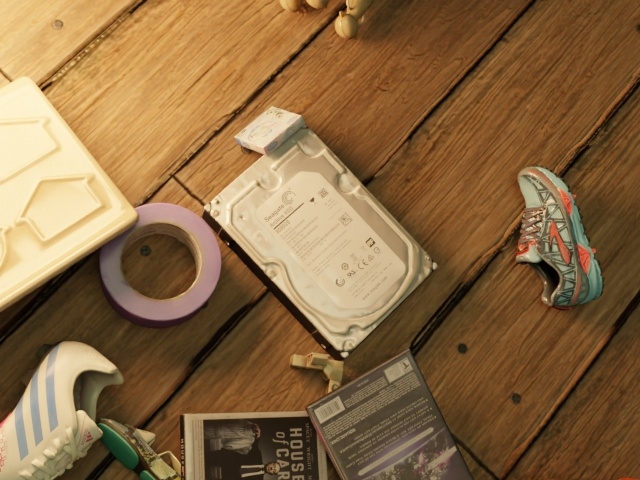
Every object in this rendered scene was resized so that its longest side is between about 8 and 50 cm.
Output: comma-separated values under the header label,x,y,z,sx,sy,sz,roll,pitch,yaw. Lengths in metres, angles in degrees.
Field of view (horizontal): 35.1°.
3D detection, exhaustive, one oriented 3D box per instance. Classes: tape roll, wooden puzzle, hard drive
label,x,y,z,sx,sy,sz,roll,pitch,yaw
tape roll,-0.255,0.041,1.602,0.189,0.080,0.189,3,75,-13
wooden puzzle,-0.498,-0.054,1.553,0.322,0.080,0.348,-35,69,-18
hard drive,0.000,0.000,1.681,0.237,0.064,0.339,-42,87,-19

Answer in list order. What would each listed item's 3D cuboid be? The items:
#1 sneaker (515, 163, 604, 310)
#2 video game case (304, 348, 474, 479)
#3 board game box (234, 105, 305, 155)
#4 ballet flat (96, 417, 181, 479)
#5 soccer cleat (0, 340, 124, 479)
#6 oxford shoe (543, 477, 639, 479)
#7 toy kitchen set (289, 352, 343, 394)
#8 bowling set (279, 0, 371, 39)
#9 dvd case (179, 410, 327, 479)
label,x,y,z,sx,sy,sz,roll,pitch,yaw
sneaker,0.391,-0.005,1.751,0.125,0.104,0.262,-20,81,-15
video game case,0.120,0.340,1.617,0.196,0.026,0.274,-27,94,-18
board game box,-0.085,-0.185,1.698,0.090,0.090,0.020,-42,126,-18
ballet flat,-0.263,0.332,1.543,0.070,0.070,0.188,-41,89,-19
soccer cleat,-0.406,0.301,1.466,0.143,0.116,0.331,18,70,20
oxford shoe,0.485,0.439,1.660,0.271,0.098,0.097,2,76,-12
toy kitchen set,-0.006,0.222,1.619,0.083,0.068,0.075,10,74,-10
bowling set,-0.043,-0.466,1.752,0.199,0.287,0.154,6,60,33
dvd case,-0.099,0.354,1.555,0.238,0.029,0.179,3,75,-27
